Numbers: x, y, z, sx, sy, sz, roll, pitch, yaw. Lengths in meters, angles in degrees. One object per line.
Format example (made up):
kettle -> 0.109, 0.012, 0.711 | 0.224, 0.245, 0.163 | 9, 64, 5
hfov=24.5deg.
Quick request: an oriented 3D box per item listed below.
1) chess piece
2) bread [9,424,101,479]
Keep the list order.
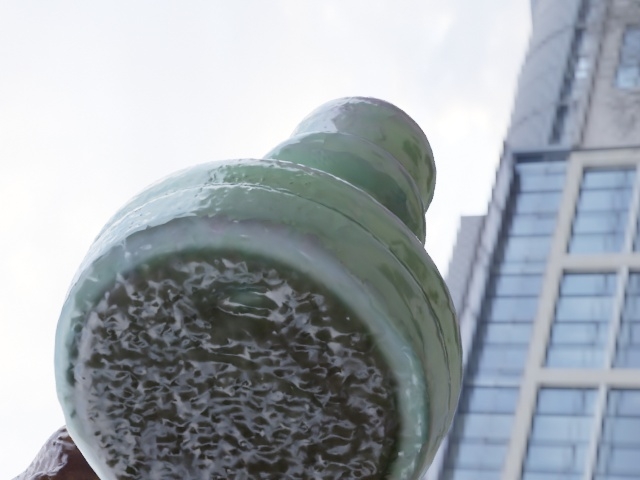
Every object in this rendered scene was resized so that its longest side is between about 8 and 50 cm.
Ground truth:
chess piece -> 0.000, 0.000, 0.597 | 0.271, 0.139, 0.139 | -62, -37, -64
bread -> -0.150, 0.251, 1.120 | 0.232, 0.135, 0.247 | 3, -138, -30
